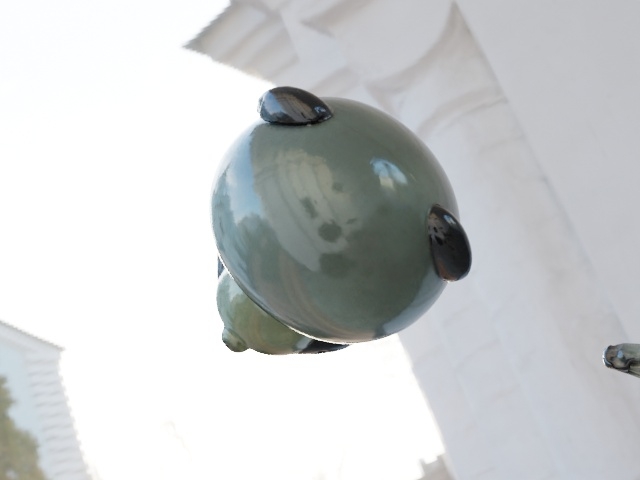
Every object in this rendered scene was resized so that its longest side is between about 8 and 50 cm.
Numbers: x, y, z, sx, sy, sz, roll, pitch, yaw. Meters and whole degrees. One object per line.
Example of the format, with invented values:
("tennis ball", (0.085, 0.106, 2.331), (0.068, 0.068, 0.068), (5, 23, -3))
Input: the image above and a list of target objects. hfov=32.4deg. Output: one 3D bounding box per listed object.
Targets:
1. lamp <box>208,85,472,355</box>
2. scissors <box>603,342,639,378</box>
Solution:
("lamp", (0.000, 0.000, 0.855), (0.197, 0.198, 0.244), (-10, -24, -28))
("scissors", (0.250, 0.064, 0.377), (0.300, 0.109, 0.022), (8, 28, 14))
